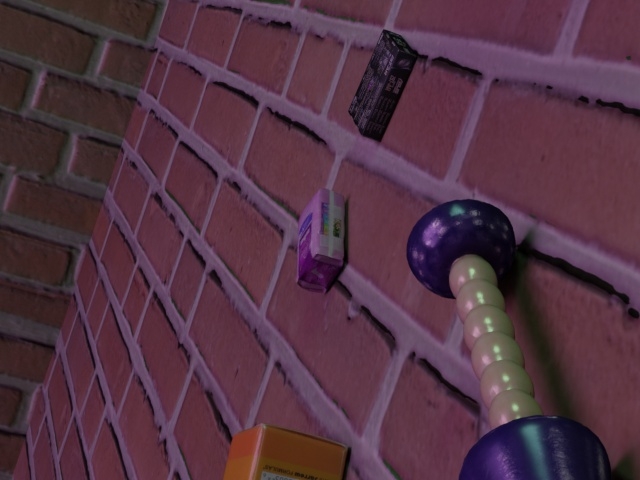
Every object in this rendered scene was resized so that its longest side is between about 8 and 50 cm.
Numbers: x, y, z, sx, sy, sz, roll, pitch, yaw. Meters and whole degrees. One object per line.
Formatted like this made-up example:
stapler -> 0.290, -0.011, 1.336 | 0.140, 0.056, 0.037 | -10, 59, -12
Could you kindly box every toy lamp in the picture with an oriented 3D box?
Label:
toy lamp -> 0.099, 0.077, 0.734 | 0.275, 0.080, 0.080 | -103, 34, -57

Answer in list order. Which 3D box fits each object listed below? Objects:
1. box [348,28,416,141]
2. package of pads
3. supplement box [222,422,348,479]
box -> 0.053, -0.137, 1.178 | 0.067, 0.018, 0.083 | -113, 43, -64
package of pads -> 0.000, 0.000, 1.190 | 0.050, 0.032, 0.083 | 121, 158, -44
supplement box -> -0.045, 0.261, 1.007 | 0.078, 0.080, 0.234 | 149, 137, -66
